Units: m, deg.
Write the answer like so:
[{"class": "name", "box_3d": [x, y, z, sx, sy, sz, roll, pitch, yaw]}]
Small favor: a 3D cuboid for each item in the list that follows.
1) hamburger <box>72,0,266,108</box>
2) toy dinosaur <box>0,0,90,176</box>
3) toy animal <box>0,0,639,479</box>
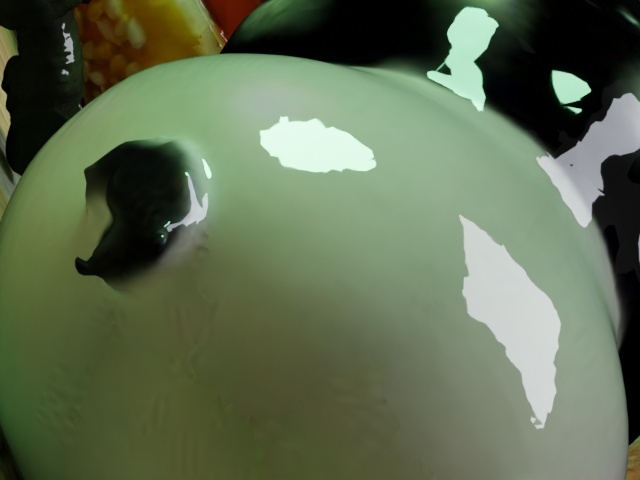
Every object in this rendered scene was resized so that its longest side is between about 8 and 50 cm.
[{"class": "hamburger", "box_3d": [-0.043, -0.146, 1.117, 0.330, 0.250, 0.330, -21, 90, -90]}, {"class": "toy dinosaur", "box_3d": [-0.117, -0.095, 0.740, 0.179, 0.087, 0.187, -113, 179, -52]}, {"class": "toy animal", "box_3d": [0.017, 0.021, 0.670, 0.251, 0.251, 0.310, 68, 22, -13]}]
